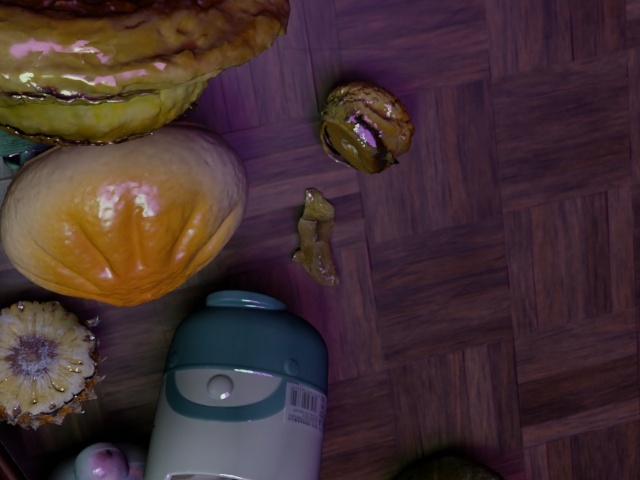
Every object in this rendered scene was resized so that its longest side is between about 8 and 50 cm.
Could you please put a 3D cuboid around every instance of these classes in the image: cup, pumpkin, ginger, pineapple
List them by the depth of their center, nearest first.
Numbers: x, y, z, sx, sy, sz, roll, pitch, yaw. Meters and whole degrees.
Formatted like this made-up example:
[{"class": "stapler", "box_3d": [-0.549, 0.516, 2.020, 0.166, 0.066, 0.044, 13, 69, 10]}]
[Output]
[{"class": "cup", "box_3d": [-0.095, 0.229, 1.414, 0.219, 0.289, 0.257, 2, 68, 13]}, {"class": "pineapple", "box_3d": [-0.364, 0.172, 1.414, 0.176, 0.137, 0.161, -11, 69, -12]}, {"class": "ginger", "box_3d": [-0.006, 0.000, 1.470, 0.058, 0.044, 0.137, -16, 116, -27]}, {"class": "pumpkin", "box_3d": [0.198, 0.416, 1.626, 0.219, 0.162, 0.218, 5, 113, 12]}]

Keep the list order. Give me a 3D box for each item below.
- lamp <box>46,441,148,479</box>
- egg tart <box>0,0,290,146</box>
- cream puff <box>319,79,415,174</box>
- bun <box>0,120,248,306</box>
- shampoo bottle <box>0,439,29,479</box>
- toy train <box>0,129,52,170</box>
[{"class": "lamp", "box_3d": [-0.313, 0.414, 1.442, 0.301, 0.247, 0.247, -39, 134, 3]}, {"class": "egg tart", "box_3d": [-0.246, -0.229, 1.129, 0.443, 0.443, 0.178, -4, 127, -12]}, {"class": "cream puff", "box_3d": [0.057, -0.150, 1.389, 0.104, 0.119, 0.133, -44, 128, -18]}, {"class": "bun", "box_3d": [-0.221, -0.009, 1.271, 0.299, 0.299, 0.164, -14, 74, -9]}, {"class": "shampoo bottle", "box_3d": [-0.358, 0.365, 1.311, 0.323, 0.084, 0.129, 54, 134, 5]}, {"class": "toy train", "box_3d": [-0.292, -0.163, 1.273, 0.248, 0.159, 0.101, -14, 128, -18]}]
